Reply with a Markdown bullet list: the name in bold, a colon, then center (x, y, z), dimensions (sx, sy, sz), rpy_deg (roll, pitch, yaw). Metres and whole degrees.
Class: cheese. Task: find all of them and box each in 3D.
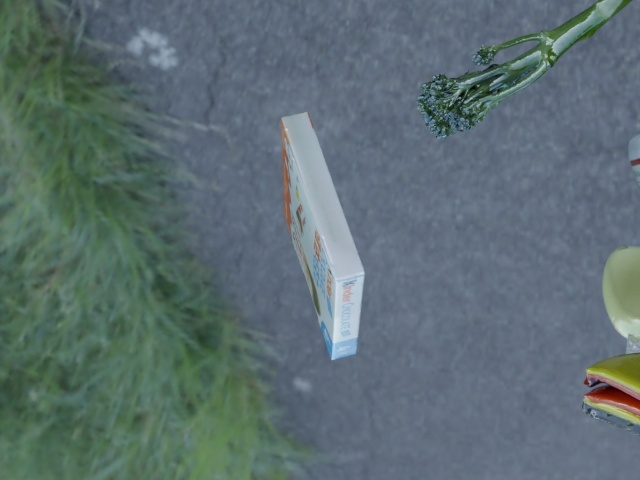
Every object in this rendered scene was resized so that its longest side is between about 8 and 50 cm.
- **cheese**: center (0.430, 0.110, 1.601), dimensions (0.127, 0.255, 0.050), rpy_deg (-2, 136, 21)

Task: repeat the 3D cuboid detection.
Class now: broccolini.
- **broccolini**: center (0.272, -0.256, 1.388), dimensions (0.392, 0.079, 0.074), rpy_deg (-40, 137, 10)

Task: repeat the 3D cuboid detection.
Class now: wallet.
- **wallet**: center (0.394, 0.180, 1.204), dimensions (0.241, 0.141, 0.067), rpy_deg (21, 111, 39)

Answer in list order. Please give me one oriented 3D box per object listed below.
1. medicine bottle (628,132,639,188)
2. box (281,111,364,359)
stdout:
- **medicine bottle**: center (0.460, -0.024, 1.431), dimensions (0.131, 0.131, 0.250), rpy_deg (-19, 90, 34)
- **box**: center (0.000, 0.000, 1.724), dimensions (0.048, 0.265, 0.273), rpy_deg (-15, 152, -9)
